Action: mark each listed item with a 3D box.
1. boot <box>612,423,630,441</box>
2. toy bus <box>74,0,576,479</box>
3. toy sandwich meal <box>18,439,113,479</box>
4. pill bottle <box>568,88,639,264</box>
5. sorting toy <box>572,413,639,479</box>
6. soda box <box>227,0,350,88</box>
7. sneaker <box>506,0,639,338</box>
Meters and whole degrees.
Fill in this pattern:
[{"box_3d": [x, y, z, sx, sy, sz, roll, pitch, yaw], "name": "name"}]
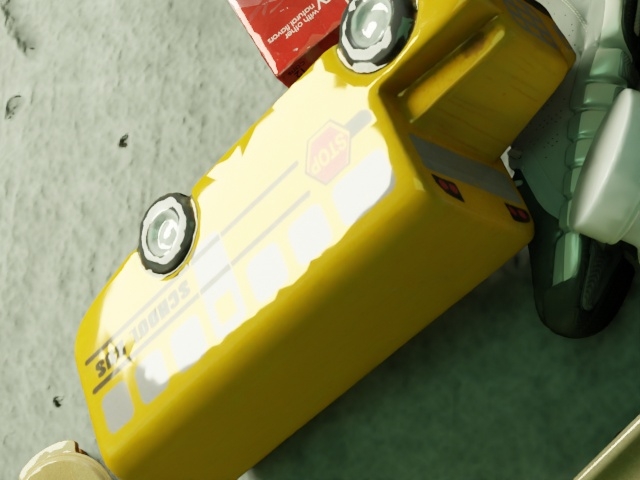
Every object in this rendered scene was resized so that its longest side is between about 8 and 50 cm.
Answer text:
[{"box_3d": [0.270, 0.108, 0.566, 0.244, 0.088, 0.176, -24, 64, 21], "name": "boot"}, {"box_3d": [0.000, 0.000, 0.662, 0.332, 0.108, 0.130, -42, 52, 27], "name": "toy bus"}, {"box_3d": [-0.168, 0.178, 0.785, 0.085, 0.029, 0.086, -3, 76, 13], "name": "toy sandwich meal"}, {"box_3d": [0.221, -0.007, 0.575, 0.184, 0.103, 0.103, 20, 83, 1], "name": "pill bottle"}, {"box_3d": [0.176, 0.198, 0.527, 0.307, 0.041, 0.229, -53, 48, 28], "name": "sorting toy"}, {"box_3d": [0.070, -0.198, 0.756, 0.263, 0.083, 0.092, -38, 61, 11], "name": "soda box"}, {"box_3d": [0.121, -0.053, 0.696, 0.132, 0.086, 0.229, 1, 67, 33], "name": "sneaker"}]
